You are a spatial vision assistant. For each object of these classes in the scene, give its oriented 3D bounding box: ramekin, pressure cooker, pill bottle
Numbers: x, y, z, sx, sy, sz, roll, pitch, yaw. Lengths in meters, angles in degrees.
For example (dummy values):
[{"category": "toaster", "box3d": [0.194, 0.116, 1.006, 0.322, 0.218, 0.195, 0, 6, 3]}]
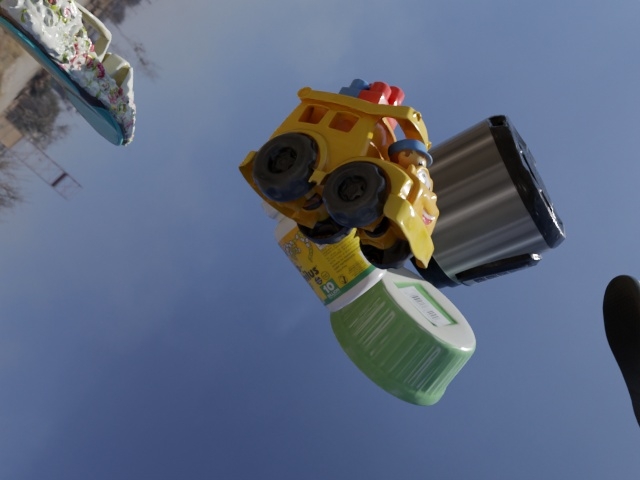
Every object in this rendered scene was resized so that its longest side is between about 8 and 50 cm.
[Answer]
[{"category": "ramekin", "box3d": [0.184, 0.185, 1.078, 0.148, 0.303, 0.303, -53, -152, 21]}, {"category": "pressure cooker", "box3d": [0.361, -0.077, 1.301, 0.420, 0.370, 0.375, -26, -147, 26]}, {"category": "pill bottle", "box3d": [0.000, 0.000, 0.804, 0.118, 0.208, 0.117, -37, 178, -2]}]

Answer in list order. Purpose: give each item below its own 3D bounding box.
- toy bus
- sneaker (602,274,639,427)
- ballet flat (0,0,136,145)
[{"category": "toy bus", "box3d": [0.054, -0.095, 0.577, 0.220, 0.149, 0.211, 23, -105, 33]}, {"category": "sneaker", "box3d": [0.568, 0.184, 0.813, 0.145, 0.090, 0.270, -4, -107, -10]}, {"category": "ballet flat", "box3d": [-0.241, -0.181, 0.528, 0.077, 0.091, 0.241, -55, 172, -13]}]
